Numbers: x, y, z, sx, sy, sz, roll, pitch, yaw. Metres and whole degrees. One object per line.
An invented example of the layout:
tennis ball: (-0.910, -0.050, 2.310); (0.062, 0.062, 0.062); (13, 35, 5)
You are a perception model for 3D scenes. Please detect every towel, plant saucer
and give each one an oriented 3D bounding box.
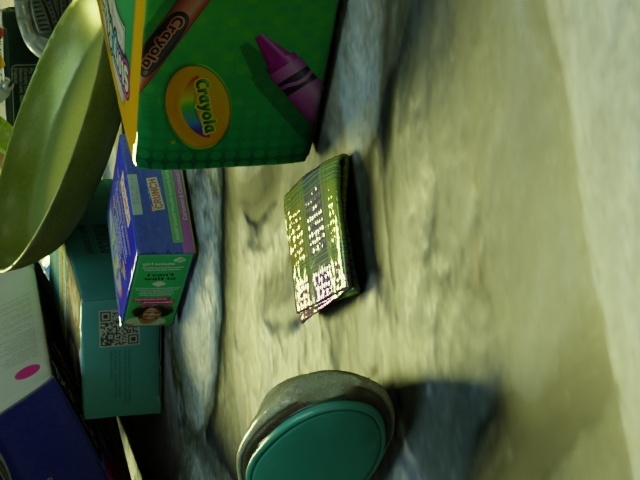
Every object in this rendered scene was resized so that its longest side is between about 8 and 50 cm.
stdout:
towel: (0.000, 0.000, 0.596); (0.083, 0.009, 0.060); (142, 123, -70)
plant saucer: (-0.202, -0.085, 1.120); (0.241, 0.037, 0.241); (-45, 34, 44)

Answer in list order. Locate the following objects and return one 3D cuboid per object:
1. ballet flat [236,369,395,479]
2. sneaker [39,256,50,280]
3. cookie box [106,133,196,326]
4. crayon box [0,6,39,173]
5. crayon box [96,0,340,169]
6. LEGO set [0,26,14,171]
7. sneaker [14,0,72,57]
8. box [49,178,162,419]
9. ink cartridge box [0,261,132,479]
ballet flat: (-0.009, 0.086, 0.569); (0.168, 0.057, 0.052); (107, 164, -51)
sneaker: (-0.249, 0.054, 1.394); (0.152, 0.058, 0.085); (-166, 82, -67)
cookie box: (-0.115, -0.005, 0.940); (0.107, 0.040, 0.092); (114, 149, -59)
crayon box: (-0.314, -0.152, 1.536); (0.318, 0.081, 0.202); (-151, 59, -71)
crayon box: (-0.062, -0.185, 0.639); (0.165, 0.081, 0.278); (102, 158, -45)
LEGO set: (-0.284, -0.147, 1.279); (0.107, 0.132, 0.287); (-35, 80, 32)
sneaker: (-0.255, -0.260, 1.298); (0.115, 0.090, 0.232); (135, 130, -74)
box: (-0.177, 0.040, 1.133); (0.244, 0.060, 0.101); (-125, 35, -62)
ink cartridge box: (-0.210, 0.150, 1.133); (0.371, 0.069, 0.176); (-122, 8, -67)
